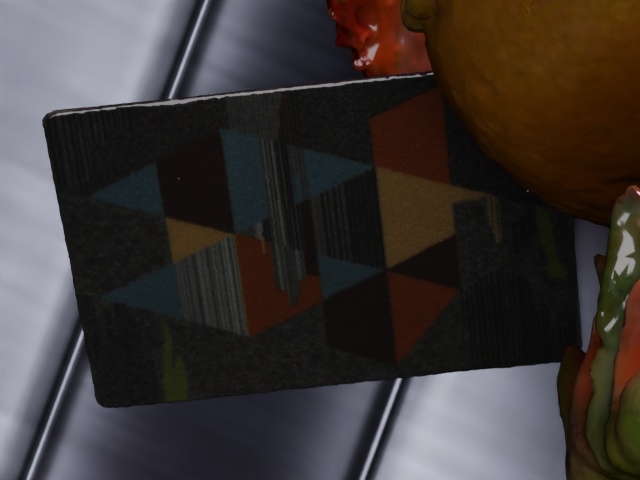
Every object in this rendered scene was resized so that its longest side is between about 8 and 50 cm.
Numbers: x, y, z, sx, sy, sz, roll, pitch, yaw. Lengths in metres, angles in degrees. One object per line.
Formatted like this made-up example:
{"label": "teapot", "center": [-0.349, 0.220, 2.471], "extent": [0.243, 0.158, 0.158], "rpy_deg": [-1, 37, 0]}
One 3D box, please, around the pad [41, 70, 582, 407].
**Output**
{"label": "pad", "center": [0.000, 0.000, 0.813], "extent": [0.211, 0.003, 0.143], "rpy_deg": [-7, 116, 2]}

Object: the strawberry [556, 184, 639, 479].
{"label": "strawberry", "center": [0.249, 0.082, 0.604], "extent": [0.343, 0.292, 0.292], "rpy_deg": [-10, 88, -13]}

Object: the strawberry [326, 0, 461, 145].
{"label": "strawberry", "center": [0.067, -0.162, 0.808], "extent": [0.174, 0.098, 0.228], "rpy_deg": [-8, 110, -14]}

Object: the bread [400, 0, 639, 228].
{"label": "bread", "center": [0.225, -0.076, 0.715], "extent": [0.389, 0.236, 0.183], "rpy_deg": [15, 74, -8]}
